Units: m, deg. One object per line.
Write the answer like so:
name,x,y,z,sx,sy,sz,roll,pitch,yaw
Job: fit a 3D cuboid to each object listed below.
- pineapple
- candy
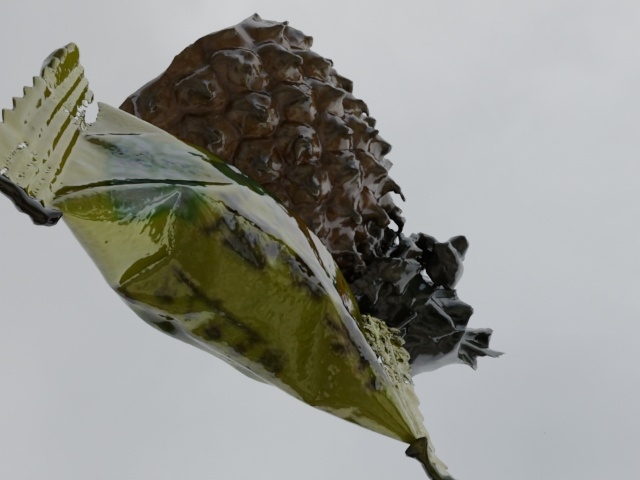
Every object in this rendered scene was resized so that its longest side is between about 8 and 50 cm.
pineapple,-0.001,0.001,0.765,0.223,0.223,0.357,-42,-87,2
candy,-0.042,0.018,0.496,0.081,0.187,0.297,-43,-68,12
